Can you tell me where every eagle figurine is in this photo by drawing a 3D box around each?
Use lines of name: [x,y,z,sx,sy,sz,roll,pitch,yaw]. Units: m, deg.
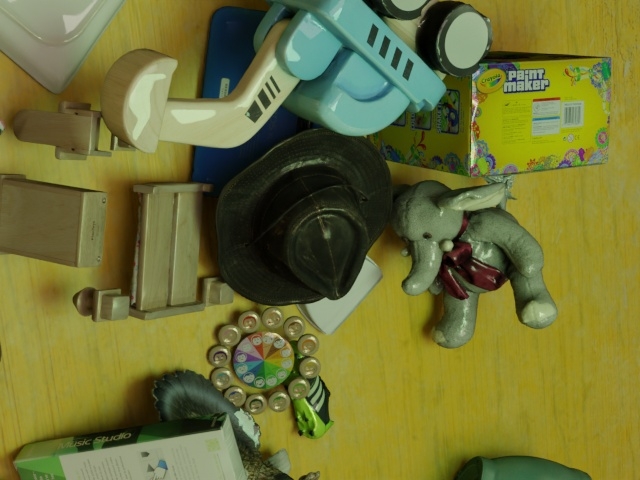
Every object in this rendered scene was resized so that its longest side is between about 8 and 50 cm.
eagle figurine: [-0.160,0.358,1.924,0.298,0.225,0.226,23,45,1]

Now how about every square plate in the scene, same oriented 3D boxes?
square plate: [-0.384,-0.438,1.701,0.344,0.049,0.347,41,77,-31]

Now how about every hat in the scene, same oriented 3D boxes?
hat: [0.000,0.000,1.865,0.331,0.134,0.331,-17,132,-20]

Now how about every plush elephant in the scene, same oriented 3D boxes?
plush elephant: [0.215,0.004,2.039,0.255,0.272,0.330,9,79,-36]

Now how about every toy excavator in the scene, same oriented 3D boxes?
toy excavator: [-0.033,-0.239,1.734,0.433,0.222,0.445,37,84,-38]

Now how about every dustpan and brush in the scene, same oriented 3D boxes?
dustpan and brush: [-0.013,0.042,2.028,0.147,0.060,0.211,-48,127,-1]

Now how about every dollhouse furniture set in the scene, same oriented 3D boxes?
dollhouse furniture set: [-0.289,-0.048,1.832,0.355,0.173,0.303,-4,102,-57]

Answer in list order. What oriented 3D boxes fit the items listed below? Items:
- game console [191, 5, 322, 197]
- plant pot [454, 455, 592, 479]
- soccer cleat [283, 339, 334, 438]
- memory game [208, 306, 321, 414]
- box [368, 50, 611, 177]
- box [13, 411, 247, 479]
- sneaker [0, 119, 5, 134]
game console: [-0.060,-0.206,1.962,0.250,0.173,0.293,8,95,-2]
plant pot: [0.330,0.505,2.215,0.196,0.293,0.293,28,83,-5]
soccer cleat: [-0.021,0.243,2.058,0.072,0.060,0.179,-30,114,-47]
memory game: [-0.089,0.195,1.985,0.186,0.012,0.186,-2,105,-9]
box: [0.271,-0.214,2.020,0.289,0.279,0.177,-8,103,-32]
box: [-0.263,0.387,1.817,0.322,0.058,0.232,-10,109,9]
sneaker: [-0.516,-0.179,1.663,0.178,0.072,0.077,30,94,-25]
